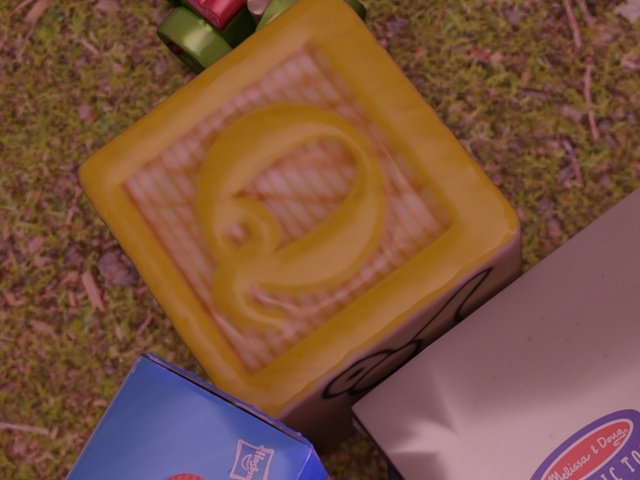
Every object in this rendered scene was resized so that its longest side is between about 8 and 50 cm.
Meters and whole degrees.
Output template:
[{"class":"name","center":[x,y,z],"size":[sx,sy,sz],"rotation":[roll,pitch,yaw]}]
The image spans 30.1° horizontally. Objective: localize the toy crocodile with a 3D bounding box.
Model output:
[{"class":"toy crocodile","center":[-0.112,-0.219,0.862],"size":[0.340,0.105,0.115],"rotation":[40,85,17]}]

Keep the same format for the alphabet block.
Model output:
[{"class":"alphabet block","center":[0.000,0.000,0.740],"size":[0.192,0.197,0.193],"rotation":[-38,73,-2]}]

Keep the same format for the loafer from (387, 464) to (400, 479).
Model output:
[{"class":"loafer","center":[0.109,0.258,0.707],"size":[0.095,0.109,0.302],"rotation":[-11,71,3]}]

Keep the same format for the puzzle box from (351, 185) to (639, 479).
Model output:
[{"class":"puzzle box","center":[0.256,0.083,0.683],"size":[0.409,0.052,0.272],"rotation":[-36,73,-6]}]

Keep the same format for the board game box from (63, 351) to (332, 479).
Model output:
[{"class":"board game box","center":[-0.099,0.237,0.591],"size":[0.086,0.302,0.308],"rotation":[27,77,12]}]
